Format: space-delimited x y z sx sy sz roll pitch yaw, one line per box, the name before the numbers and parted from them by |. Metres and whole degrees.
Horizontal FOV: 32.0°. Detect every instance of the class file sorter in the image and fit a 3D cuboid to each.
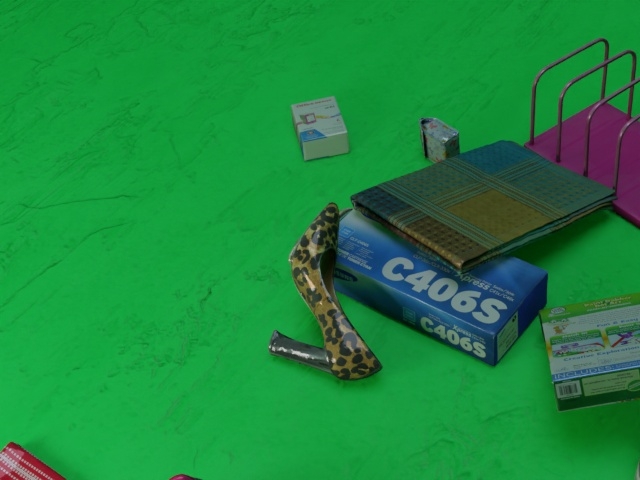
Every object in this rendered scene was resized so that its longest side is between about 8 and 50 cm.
file sorter | 0.527 -0.198 1.928 0.202 0.182 0.291 -30 47 -22

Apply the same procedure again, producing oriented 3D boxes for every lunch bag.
lunch bag | 0.211 -0.179 2.032 0.053 0.071 0.083 -34 51 -21

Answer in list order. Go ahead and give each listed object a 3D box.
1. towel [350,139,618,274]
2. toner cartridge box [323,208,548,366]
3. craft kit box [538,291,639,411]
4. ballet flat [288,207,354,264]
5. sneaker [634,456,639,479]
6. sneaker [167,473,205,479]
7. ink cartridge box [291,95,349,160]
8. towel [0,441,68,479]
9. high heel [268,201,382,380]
towel | 0.272 -0.065 1.857 0.370 0.040 0.271 -22 39 -33
toner cartridge box | 0.170 0.057 1.782 0.348 0.075 0.165 24 49 30
craft kit box | 0.442 0.144 1.571 0.250 0.061 0.246 -11 20 11
ballet flat | 0.000 0.000 1.895 0.168 0.057 0.052 -35 22 -31
sneaker | 0.503 0.226 1.525 0.105 0.115 0.281 11 46 19
sneaker | -0.082 0.393 1.431 0.299 0.112 0.121 14 47 20
ink cartridge box | -0.002 -0.213 2.112 0.088 0.052 0.122 -12 42 -5
towel | -0.461 0.409 1.525 0.199 0.031 0.275 27 52 30
high heel | 0.041 0.079 1.708 0.186 0.093 0.261 14 83 27
